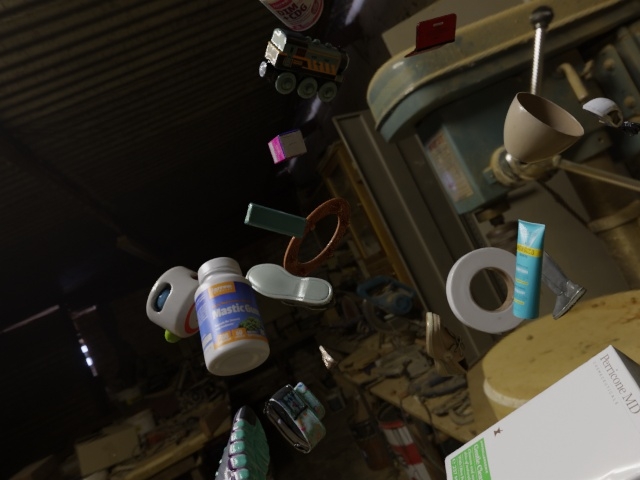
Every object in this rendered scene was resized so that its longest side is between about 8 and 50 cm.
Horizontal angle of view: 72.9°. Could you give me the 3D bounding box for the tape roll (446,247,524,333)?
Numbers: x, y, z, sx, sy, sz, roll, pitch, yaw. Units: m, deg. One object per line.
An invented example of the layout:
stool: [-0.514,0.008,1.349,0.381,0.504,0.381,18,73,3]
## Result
tape roll: [0.777,0.229,1.989,0.391,0.393,0.072,-25,-7,-3]

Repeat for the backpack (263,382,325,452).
backpack: [-0.089,0.736,1.794,0.191,0.253,0.225,-29,-26,-32]

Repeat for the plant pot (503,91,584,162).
plant pot: [0.835,-0.416,1.694,0.284,0.284,0.191,-22,-30,-39]

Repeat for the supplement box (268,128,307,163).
supplement box: [-0.160,-0.442,2.057,0.111,0.114,0.220,-21,10,-16]

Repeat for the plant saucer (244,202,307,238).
plant saucer: [-0.134,-0.060,1.342,0.191,0.067,0.018,15,-3,-20]

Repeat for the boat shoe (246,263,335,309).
boat shoe: [-0.097,0.159,1.400,0.115,0.302,0.091,-64,-23,-22]

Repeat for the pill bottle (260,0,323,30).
pill bottle: [-0.119,-0.811,1.387,0.160,0.161,0.283,-27,-14,24]

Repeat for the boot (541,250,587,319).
boot: [0.875,0.173,1.650,0.075,0.208,0.190,-13,-43,-40]

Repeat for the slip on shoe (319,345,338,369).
slip on shoe: [0.023,0.434,1.612,0.041,0.051,0.135,-58,25,0]

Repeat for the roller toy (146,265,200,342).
roller toy: [-0.420,0.181,1.319,0.209,0.146,0.191,-50,-22,-46]

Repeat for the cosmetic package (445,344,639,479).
cosmetic package: [0.375,0.360,0.652,0.366,0.155,0.197,-53,8,26]

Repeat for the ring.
ring: [0.000,0.000,1.543,0.336,0.032,0.337,-40,-26,-25]

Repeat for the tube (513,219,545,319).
tube: [0.447,0.063,0.929,0.052,0.207,0.080,-6,12,-17]

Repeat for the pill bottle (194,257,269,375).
pill bottle: [-0.230,0.181,1.085,0.152,0.272,0.152,-15,-35,-11]

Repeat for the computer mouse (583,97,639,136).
computer mouse: [0.679,-0.297,1.015,0.192,0.106,0.042,2,-54,-44]

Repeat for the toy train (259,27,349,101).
toy train: [-0.048,-0.608,1.513,0.333,0.142,0.190,-2,-47,-35]

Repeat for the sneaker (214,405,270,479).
sneaker: [-0.124,0.319,0.571,0.098,0.083,0.224,-26,24,2]

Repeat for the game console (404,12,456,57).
game console: [0.346,-0.649,1.378,0.143,0.085,0.124,-21,-48,-14]

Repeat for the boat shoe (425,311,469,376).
boat shoe: [0.367,0.302,1.248,0.098,0.302,0.109,-7,46,23]
